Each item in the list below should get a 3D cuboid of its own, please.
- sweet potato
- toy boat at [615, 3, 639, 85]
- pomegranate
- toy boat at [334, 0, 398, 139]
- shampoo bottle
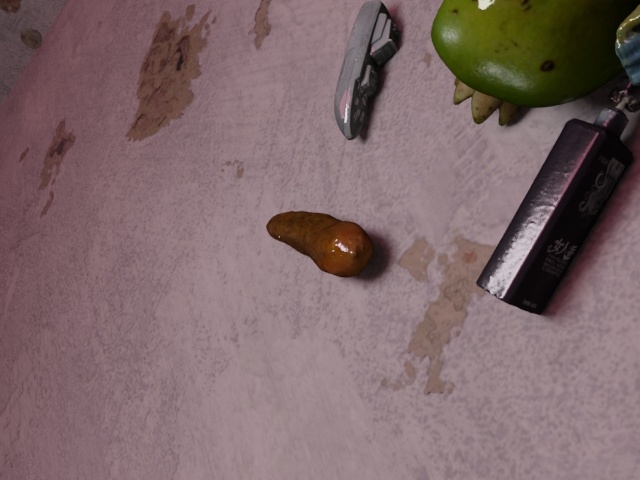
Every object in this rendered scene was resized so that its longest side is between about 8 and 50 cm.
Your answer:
[{"bbox_3d":[0.001,0.000,1.261,0.292,0.097,0.097,20,88,59],"label":"sweet potato"},{"bbox_3d":[0.439,-0.239,0.737,0.276,0.111,0.084,-13,39,39],"label":"toy boat"},{"bbox_3d":[0.294,-0.269,0.945,0.216,0.310,0.358,38,148,16],"label":"pomegranate"},{"bbox_3d":[0.081,-0.299,1.319,0.085,0.078,0.260,9,76,27],"label":"toy boat"},{"bbox_3d":[0.309,-0.058,0.927,0.071,0.098,0.309,36,102,50],"label":"shampoo bottle"}]
